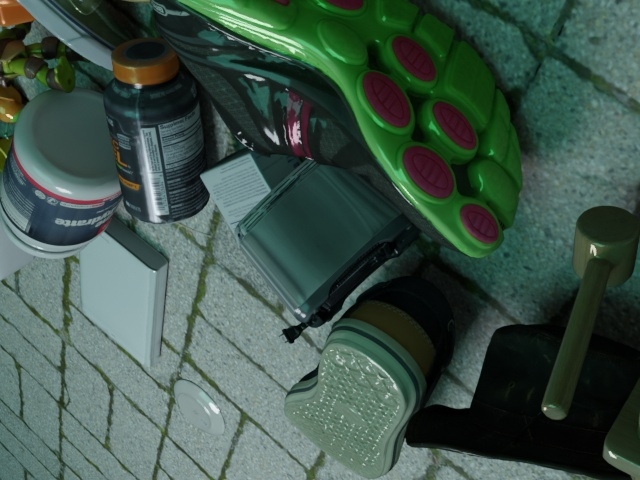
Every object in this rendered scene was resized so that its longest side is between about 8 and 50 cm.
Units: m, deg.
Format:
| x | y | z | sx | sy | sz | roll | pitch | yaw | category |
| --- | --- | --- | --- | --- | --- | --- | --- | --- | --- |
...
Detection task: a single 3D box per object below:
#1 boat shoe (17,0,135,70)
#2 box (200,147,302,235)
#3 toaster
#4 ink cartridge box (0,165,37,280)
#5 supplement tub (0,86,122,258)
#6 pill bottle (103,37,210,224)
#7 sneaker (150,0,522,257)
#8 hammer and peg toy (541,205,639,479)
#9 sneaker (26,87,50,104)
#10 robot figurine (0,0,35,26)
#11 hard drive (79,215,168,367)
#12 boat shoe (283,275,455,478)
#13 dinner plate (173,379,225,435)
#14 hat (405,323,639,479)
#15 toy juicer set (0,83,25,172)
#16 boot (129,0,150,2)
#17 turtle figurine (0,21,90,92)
| x | y | z | sx | sy | sz | roll | pitch | yaw | category |
| --- | --- | --- | --- | --- | --- | --- | --- | --- | --- |
| -0.343 | -0.336 | 1.133 | 0.302 | 0.094 | 0.109 | 38 | -166 | -44 | boat shoe |
| -0.075 | -0.061 | 1.170 | 0.126 | 0.072 | 0.137 | -14 | 109 | 50 | box |
| 0.000 | 0.000 | 1.040 | 0.146 | 0.227 | 0.129 | 47 | 180 | 16 | toaster |
| -0.691 | -0.104 | 1.713 | 0.307 | 0.129 | 0.223 | 37 | 140 | 17 | ink cartridge box |
| -0.410 | -0.100 | 1.380 | 0.191 | 0.191 | 0.272 | 49 | 143 | 2 | supplement tub |
| -0.229 | -0.155 | 1.203 | 0.130 | 0.130 | 0.246 | 25 | 135 | 30 | pill bottle |
| 0.013 | -0.162 | 0.915 | 0.482 | 0.185 | 0.202 | 42 | 153 | 5 | sneaker |
| 0.356 | 0.124 | 0.729 | 0.361 | 0.266 | 0.127 | 23 | 147 | 30 | hammer and peg toy |
| -0.458 | -0.223 | 1.437 | 0.135 | 0.058 | 0.052 | -23 | 103 | 51 | sneaker |
| -0.451 | -0.418 | 1.211 | 0.128 | 0.158 | 0.220 | 6 | 130 | 7 | robot figurine |
| -0.379 | 0.089 | 1.631 | 0.203 | 0.040 | 0.308 | 36 | 141 | 18 | hard drive |
| 0.067 | 0.199 | 1.184 | 0.186 | 0.156 | 0.500 | 36 | 152 | 10 | boat shoe |
| -0.248 | 0.340 | 1.727 | 0.141 | 0.017 | 0.141 | 27 | 138 | 27 | dinner plate |
| 0.252 | 0.157 | 0.913 | 0.331 | 0.331 | 0.134 | 1 | 90 | 45 | hat |
| -0.661 | -0.280 | 1.570 | 0.329 | 0.089 | 0.209 | 40 | 142 | 14 | toy juicer set |
| -0.199 | -0.383 | 1.009 | 0.261 | 0.095 | 0.204 | 23 | 135 | 29 | boot |
| -0.467 | -0.268 | 1.283 | 0.217 | 0.270 | 0.087 | 9 | 129 | 12 | turtle figurine |
